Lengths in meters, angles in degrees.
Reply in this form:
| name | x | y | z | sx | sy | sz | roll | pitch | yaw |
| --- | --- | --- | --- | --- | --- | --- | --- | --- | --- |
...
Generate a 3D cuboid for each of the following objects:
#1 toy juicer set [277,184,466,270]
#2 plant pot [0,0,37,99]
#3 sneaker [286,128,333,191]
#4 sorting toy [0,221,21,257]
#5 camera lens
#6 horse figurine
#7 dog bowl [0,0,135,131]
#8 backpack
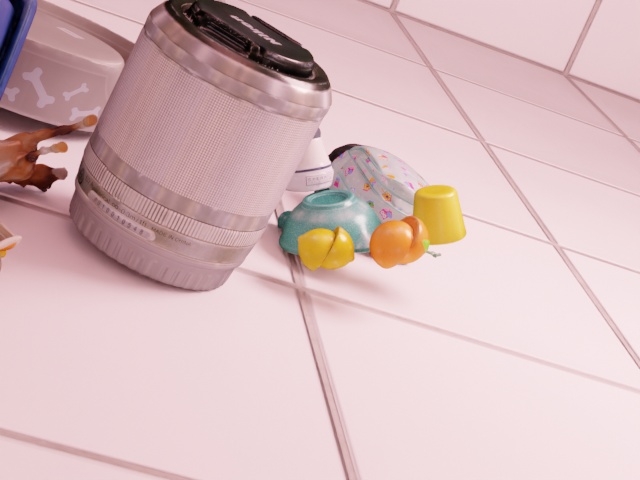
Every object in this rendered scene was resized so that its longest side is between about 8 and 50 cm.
| name | x | y | z | sx | sy | sz | roll | pitch | yaw |
| --- | --- | --- | --- | --- | --- | --- | --- | --- | --- |
| toy juicer set | 0.000 | 0.000 | 1.771 | 0.329 | 0.089 | 0.209 | 2 | 22 | 20 |
| plant pot | -0.475 | -0.234 | 1.648 | 0.236 | 0.236 | 0.212 | 30 | 13 | 24 |
| sneaker | -0.070 | -0.124 | 1.896 | 0.094 | 0.091 | 0.258 | -12 | 15 | -38 |
| sorting toy | -0.356 | -0.005 | 1.439 | 0.083 | 0.045 | 0.075 | 41 | 36 | 22 |
| camera lens | -0.132 | -0.112 | 1.589 | 0.219 | 0.274 | 0.219 | 26 | 18 | -9 |
| horse figurine | -0.360 | -0.083 | 1.532 | 0.263 | 0.066 | 0.174 | -14 | -2 | -44 |
| dog bowl | -0.390 | -0.250 | 1.922 | 0.349 | 0.102 | 0.349 | 23 | 13 | -6 |
| backpack | 0.084 | -0.055 | 1.956 | 0.152 | 0.115 | 0.182 | 16 | 22 | -27 |
